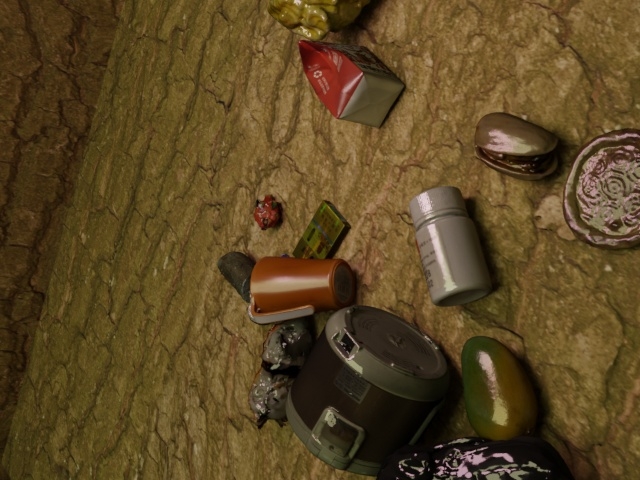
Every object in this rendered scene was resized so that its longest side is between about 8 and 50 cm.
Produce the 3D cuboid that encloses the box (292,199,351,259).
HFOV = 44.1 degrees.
[{"bbox_3d":[0.000,0.000,2.192,0.121,0.030,0.193,51,121,39],"label":"box"}]

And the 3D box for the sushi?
[{"bbox_3d":[-0.107,0.356,2.189,0.130,0.124,0.332,29,104,54],"label":"sushi"}]

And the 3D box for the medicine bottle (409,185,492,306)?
[{"bbox_3d":[0.289,0.013,1.783,0.144,0.145,0.252,-29,65,42],"label":"medicine bottle"}]

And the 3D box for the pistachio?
[{"bbox_3d":[0.419,-0.204,1.695,0.206,0.131,0.129,30,151,41],"label":"pistachio"}]

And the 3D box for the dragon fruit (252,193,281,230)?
[{"bbox_3d":[-0.159,-0.087,2.346,0.081,0.086,0.116,90,170,-58],"label":"dragon fruit"}]

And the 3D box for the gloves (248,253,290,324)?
[{"bbox_3d":[-0.141,0.141,2.294,0.119,0.097,0.229,27,101,16],"label":"gloves"}]

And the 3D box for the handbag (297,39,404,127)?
[{"bbox_3d":[0.063,-0.442,2.081,0.151,0.171,0.298,-57,49,27],"label":"handbag"}]

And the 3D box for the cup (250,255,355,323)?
[{"bbox_3d":[-0.058,0.136,2.087,0.264,0.226,0.182,-7,121,31],"label":"cup"}]

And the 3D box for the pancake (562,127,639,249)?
[{"bbox_3d":[0.584,-0.103,1.551,0.250,0.031,0.249,-9,78,48],"label":"pancake"}]

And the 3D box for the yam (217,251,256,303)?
[{"bbox_3d":[-0.237,0.100,2.390,0.183,0.107,0.107,39,113,45],"label":"yam"}]

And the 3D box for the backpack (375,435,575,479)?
[{"bbox_3d":[0.324,0.544,1.557,0.446,0.255,0.363,-29,99,34],"label":"backpack"}]

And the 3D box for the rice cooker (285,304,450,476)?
[{"bbox_3d":[0.102,0.354,1.812,0.335,0.335,0.325,47,118,41],"label":"rice cooker"}]

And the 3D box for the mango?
[{"bbox_3d":[0.374,0.316,1.674,0.156,0.114,0.251,-43,45,46],"label":"mango"}]

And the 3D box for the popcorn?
[{"bbox_3d":[-0.019,-0.686,2.105,0.312,0.312,0.312,-9,78,47],"label":"popcorn"}]
